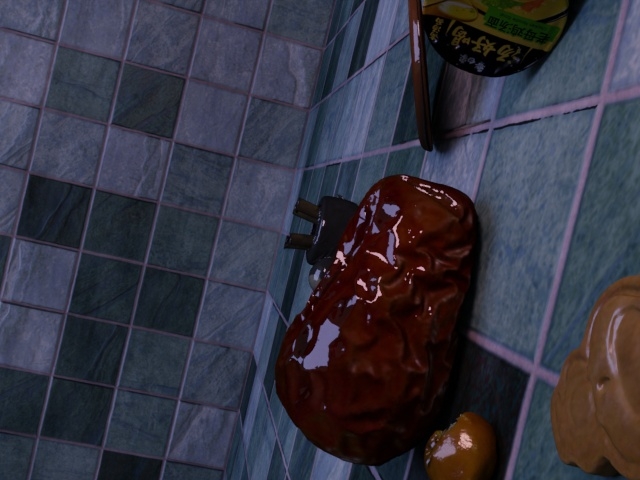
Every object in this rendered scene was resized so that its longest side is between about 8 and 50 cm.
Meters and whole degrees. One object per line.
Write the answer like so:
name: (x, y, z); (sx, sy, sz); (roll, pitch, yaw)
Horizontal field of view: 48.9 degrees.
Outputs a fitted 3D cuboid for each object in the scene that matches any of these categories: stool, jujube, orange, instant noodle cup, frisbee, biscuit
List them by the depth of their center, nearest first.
biscuit: (0.219, 0.080, 0.462); (0.236, 0.040, 0.144); (118, 168, -49)
orange: (0.133, 0.211, 0.680); (0.086, 0.062, 0.086); (-170, 90, -79)
instant noodle cup: (0.192, -0.276, 0.771); (0.151, 0.151, 0.122); (116, 171, -52)
jujube: (0.076, 0.087, 0.837); (0.342, 0.216, 0.216); (-66, 8, -7)
frisbee: (0.147, -0.254, 1.030); (0.251, 0.021, 0.251); (-3, -90, -79)
stool: (0.002, -0.006, 1.491); (0.228, 0.139, 0.153); (-85, 11, -51)
